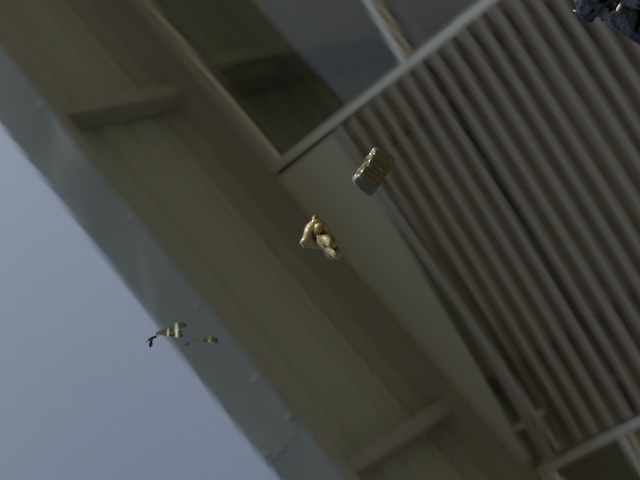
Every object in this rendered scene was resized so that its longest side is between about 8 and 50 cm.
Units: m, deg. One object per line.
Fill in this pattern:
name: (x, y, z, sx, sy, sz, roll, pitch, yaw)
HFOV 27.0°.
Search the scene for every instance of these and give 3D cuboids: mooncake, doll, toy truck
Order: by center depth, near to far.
mooncake: (-0.046, 0.019, 1.540, 0.347, 0.150, 0.057, -40, -96, -29)
toy truck: (0.454, -0.349, 1.777, 0.177, 0.213, 0.161, -42, -112, -13)
doll: (0.008, -0.005, 1.989, 0.051, 0.093, 0.062, -38, -61, -27)
